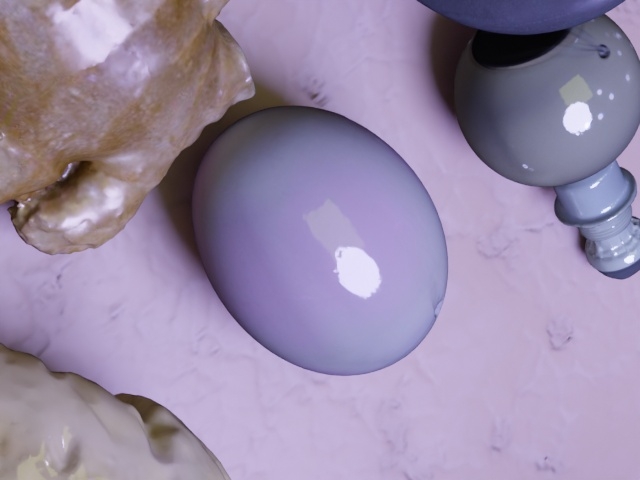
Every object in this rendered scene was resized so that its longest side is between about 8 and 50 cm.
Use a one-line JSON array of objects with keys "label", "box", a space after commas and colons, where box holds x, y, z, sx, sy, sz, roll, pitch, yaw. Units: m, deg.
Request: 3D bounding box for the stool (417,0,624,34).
[{"label": "stool", "box": [0.074, -0.187, 0.735, 0.228, 0.139, 0.153, 38, 107, 4]}]

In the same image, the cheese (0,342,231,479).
[{"label": "cheese", "box": [-0.146, 0.154, 0.682, 0.214, 0.117, 0.226, 21, 90, -22]}]

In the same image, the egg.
[{"label": "egg", "box": [0.000, 0.000, 0.743, 0.103, 0.103, 0.135, -46, 118, -16]}]

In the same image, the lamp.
[{"label": "lamp", "box": [0.127, -0.042, 0.825, 0.091, 0.091, 0.163, -45, 130, -16]}]

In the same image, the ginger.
[{"label": "ginger", "box": [-0.122, -0.102, 0.671, 0.157, 0.102, 0.216, -38, 119, 10]}]
